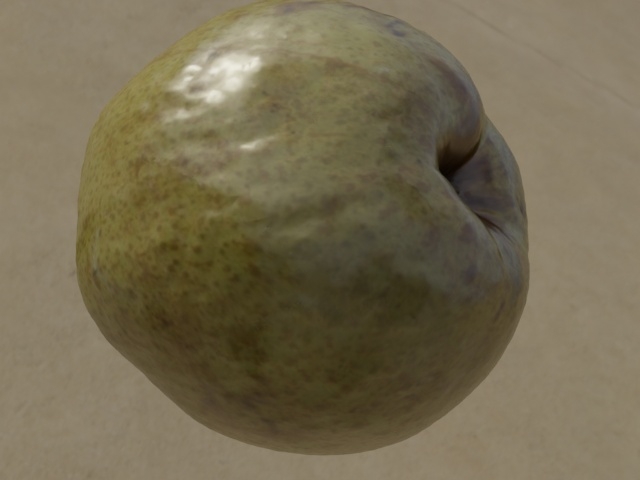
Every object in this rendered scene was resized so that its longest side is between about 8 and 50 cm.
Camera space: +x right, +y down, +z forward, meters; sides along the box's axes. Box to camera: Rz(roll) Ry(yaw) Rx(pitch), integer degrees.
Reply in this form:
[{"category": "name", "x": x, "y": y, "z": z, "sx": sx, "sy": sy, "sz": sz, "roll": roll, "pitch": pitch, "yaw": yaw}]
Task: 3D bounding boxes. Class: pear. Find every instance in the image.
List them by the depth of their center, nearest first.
[{"category": "pear", "x": 0.000, "y": 0.000, "z": 0.512, "sx": 0.228, "sy": 0.211, "sz": 0.188, "roll": 50, "pitch": 51, "yaw": -23}]
